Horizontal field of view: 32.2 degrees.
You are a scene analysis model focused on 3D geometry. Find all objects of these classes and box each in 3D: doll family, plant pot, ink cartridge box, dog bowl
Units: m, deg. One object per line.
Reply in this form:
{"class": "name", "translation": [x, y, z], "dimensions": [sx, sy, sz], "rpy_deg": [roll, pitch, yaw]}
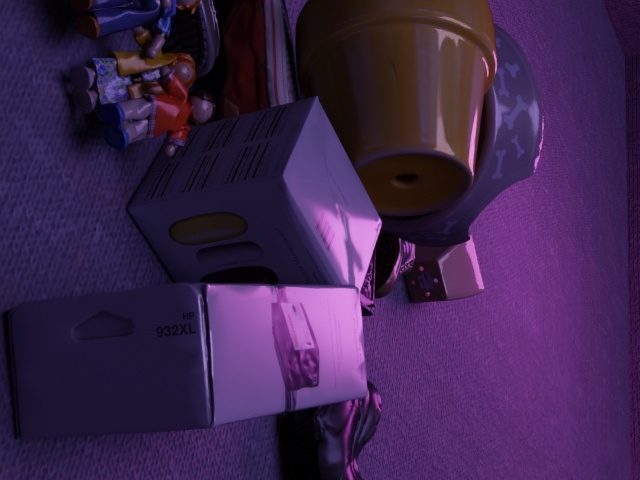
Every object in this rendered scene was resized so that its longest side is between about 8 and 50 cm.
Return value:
{"class": "doll family", "translation": [-0.186, -0.224, 1.177], "dimensions": [0.163, 0.118, 0.263], "rpy_deg": [-22, 121, -45]}
{"class": "plant pot", "translation": [0.098, -0.170, 1.375], "dimensions": [0.254, 0.254, 0.239], "rpy_deg": [39, 43, -53]}
{"class": "ink cartridge box", "translation": [-0.119, 0.115, 1.099], "dimensions": [0.307, 0.223, 0.129], "rpy_deg": [6, 77, -62]}
{"class": "dog bowl", "translation": [0.144, -0.164, 1.603], "dimensions": [0.102, 0.349, 0.349], "rpy_deg": [0, 81, -51]}
{"class": "plant pot", "translation": [0.200, 0.055, 1.891], "dimensions": [0.096, 0.109, 0.109], "rpy_deg": [-26, 105, -49]}

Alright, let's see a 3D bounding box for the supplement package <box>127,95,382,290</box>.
{"class": "supplement package", "translation": [-0.070, -0.028, 1.267], "dimensions": [0.194, 0.203, 0.149], "rpy_deg": [61, 33, -32]}

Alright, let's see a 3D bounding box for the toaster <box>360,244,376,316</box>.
{"class": "toaster", "translation": [0.000, 0.000, 1.497], "dimensions": [0.168, 0.110, 0.185], "rpy_deg": [39, 48, -53]}

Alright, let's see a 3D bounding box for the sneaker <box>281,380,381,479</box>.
{"class": "sneaker", "translation": [-0.001, 0.282, 1.433], "dimensions": [0.130, 0.109, 0.286], "rpy_deg": [44, 36, -36]}

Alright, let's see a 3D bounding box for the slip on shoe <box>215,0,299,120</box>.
{"class": "slip on shoe", "translation": [-0.089, -0.263, 1.426], "dimensions": [0.123, 0.101, 0.331], "rpy_deg": [71, 11, -52]}

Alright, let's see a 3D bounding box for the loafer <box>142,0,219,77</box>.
{"class": "loafer", "translation": [-0.167, -0.315, 1.294], "dimensions": [0.087, 0.094, 0.251], "rpy_deg": [-31, 109, -57]}

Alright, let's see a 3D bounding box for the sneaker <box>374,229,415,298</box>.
{"class": "sneaker", "translation": [0.119, 0.032, 1.769], "dimensions": [0.086, 0.064, 0.192], "rpy_deg": [52, 35, -35]}
